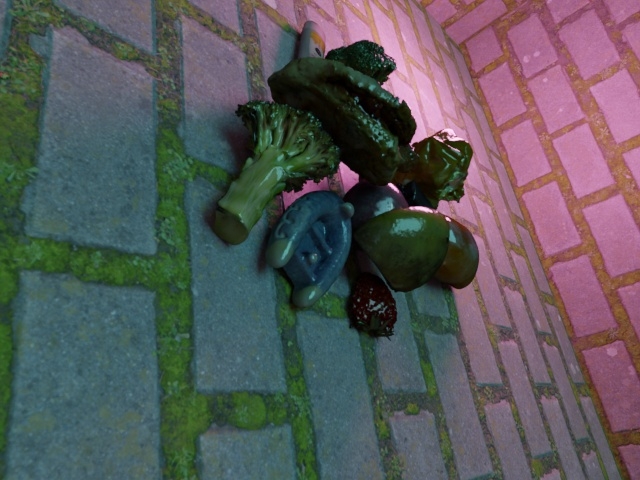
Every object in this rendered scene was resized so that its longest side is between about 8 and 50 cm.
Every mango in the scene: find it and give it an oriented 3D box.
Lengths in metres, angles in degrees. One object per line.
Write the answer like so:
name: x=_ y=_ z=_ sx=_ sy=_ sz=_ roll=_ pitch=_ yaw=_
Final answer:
mango: x=0.444 y=0.047 z=1.681 sx=0.384 sy=0.199 sz=0.221 roll=48 pitch=29 yaw=-41

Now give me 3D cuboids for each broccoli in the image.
broccoli: x=-0.102 y=-0.139 z=1.105 sx=0.252 sy=0.221 sz=0.361 roll=27 pitch=58 yaw=-31
broccoli: x=0.135 y=-0.585 z=1.705 sx=0.269 sy=0.261 sz=0.242 roll=156 pitch=-64 yaw=-85

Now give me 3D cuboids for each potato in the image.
potato: x=0.199 y=0.033 z=1.283 sx=0.255 sy=0.269 sz=0.112 roll=13 pitch=27 yaw=-40

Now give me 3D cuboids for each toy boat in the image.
toy boat: x=0.000 y=0.000 z=1.164 sx=0.215 sy=0.123 sz=0.330 roll=59 pitch=35 yaw=-20

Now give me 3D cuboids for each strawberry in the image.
strawberry: x=0.149 y=0.154 z=1.309 sx=0.167 sy=0.087 sz=0.208 roll=29 pitch=45 yaw=-37

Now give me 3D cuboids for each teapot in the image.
teapot: x=0.289 y=-0.106 z=1.521 sx=0.177 sy=0.087 sz=0.096 roll=50 pitch=26 yaw=-21

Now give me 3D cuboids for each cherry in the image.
cherry: x=0.156 y=-0.070 z=1.390 sx=0.266 sy=0.183 sz=0.213 roll=-41 pitch=94 yaw=-33

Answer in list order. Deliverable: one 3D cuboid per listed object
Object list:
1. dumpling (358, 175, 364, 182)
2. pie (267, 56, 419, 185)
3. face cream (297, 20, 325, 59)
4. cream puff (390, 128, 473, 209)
dumpling: x=0.186 y=-0.130 z=1.555 sx=0.332 sy=0.086 sz=0.166 roll=57 pitch=17 yaw=-5
pie: x=0.042 y=-0.310 z=1.247 sx=0.418 sy=0.180 sz=0.395 roll=30 pitch=-4 yaw=18
face cream: x=-0.032 y=-0.631 z=1.629 sx=0.107 sy=0.073 sz=0.269 roll=47 pitch=34 yaw=-38
cream puff: x=0.375 y=-0.262 z=1.706 sx=0.323 sy=0.274 sz=0.270 roll=-23 pitch=126 yaw=-49
